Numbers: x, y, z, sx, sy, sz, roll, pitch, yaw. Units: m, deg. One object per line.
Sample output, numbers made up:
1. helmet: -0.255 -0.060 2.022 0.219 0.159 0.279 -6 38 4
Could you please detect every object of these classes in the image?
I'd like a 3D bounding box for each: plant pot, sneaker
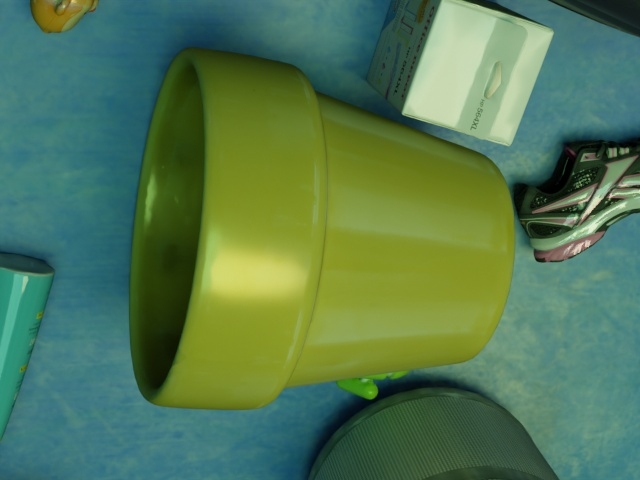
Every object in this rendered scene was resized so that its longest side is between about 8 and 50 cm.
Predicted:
1. plant pot: 0.000 0.000 0.854 0.239 0.254 0.254 5 108 -18
2. sneaker: 0.241 -0.056 0.973 0.178 0.072 0.077 -34 100 -4

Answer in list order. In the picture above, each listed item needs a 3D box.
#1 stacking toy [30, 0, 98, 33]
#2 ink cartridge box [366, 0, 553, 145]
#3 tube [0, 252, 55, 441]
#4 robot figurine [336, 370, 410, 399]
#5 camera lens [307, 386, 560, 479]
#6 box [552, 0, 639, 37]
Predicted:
1. stacking toy: -0.123 -0.268 0.804 0.166 0.175 0.302 25 114 -19
2. ink cartridge box: 0.103 -0.136 0.878 0.090 0.143 0.092 14 105 -15
3. tube: -0.262 0.115 0.938 0.052 0.080 0.207 14 102 -9
4. robot figurine: 0.034 0.082 0.981 0.115 0.067 0.101 5 96 -12
5. camera lens: 0.109 0.263 0.945 0.219 0.274 0.219 -3 109 -9
6. box: 0.184 -0.249 0.773 0.294 0.296 0.182 20 103 -16
